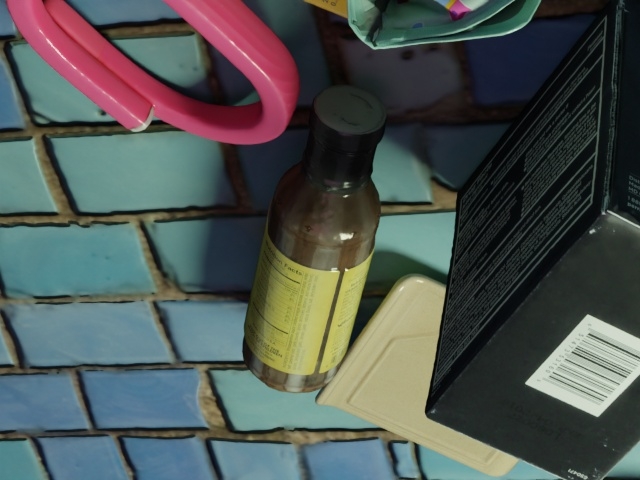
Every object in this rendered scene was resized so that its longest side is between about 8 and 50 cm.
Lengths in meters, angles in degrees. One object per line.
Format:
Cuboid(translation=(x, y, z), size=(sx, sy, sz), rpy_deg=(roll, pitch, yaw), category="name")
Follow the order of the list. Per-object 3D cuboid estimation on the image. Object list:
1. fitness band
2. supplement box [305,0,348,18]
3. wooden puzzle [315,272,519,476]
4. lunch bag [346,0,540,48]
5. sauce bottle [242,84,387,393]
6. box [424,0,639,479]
Cuboid(translation=(-0.149, -0.176, 1.766), size=(0.209, 0.054, 0.291), rpy_deg=(-10, 140, 45), category="fitness band")
Cuboid(translation=(-0.030, -0.263, 1.689), size=(0.233, 0.080, 0.078), rpy_deg=(23, 132, -3), category="supplement box")
Cuboid(translation=(0.143, 0.138, 2.051), size=(0.238, 0.044, 0.221), rpy_deg=(21, 133, -13), category="wooden puzzle")
Cuboid(translation=(0.134, -0.277, 1.534), size=(0.160, 0.223, 0.262), rpy_deg=(36, 131, -9), category="lunch bag")
Cuboid(translation=(0.000, 0.000, 1.906), size=(0.111, 0.111, 0.344), rpy_deg=(15, 133, -1), category="sauce bottle")
Cuboid(translation=(0.249, 0.000, 1.716), size=(0.182, 0.294, 0.296), rpy_deg=(25, 133, -13), category="box")
